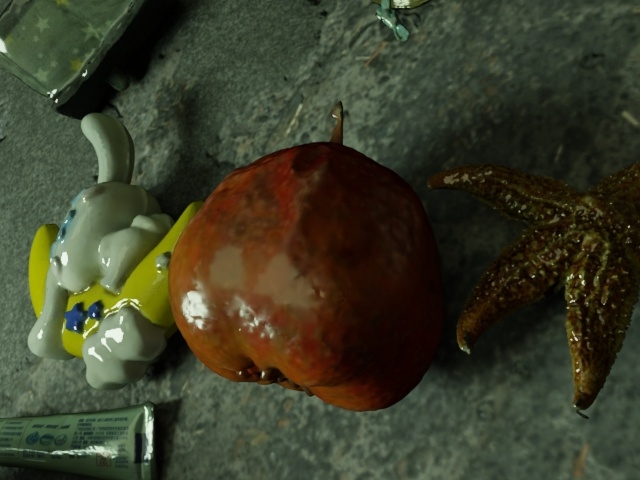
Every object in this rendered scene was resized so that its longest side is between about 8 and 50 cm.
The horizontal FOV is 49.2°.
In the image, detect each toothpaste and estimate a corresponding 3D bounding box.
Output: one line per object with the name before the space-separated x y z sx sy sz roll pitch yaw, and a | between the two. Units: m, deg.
toothpaste | -0.273 0.204 0.706 0.268 0.047 0.069 -8 48 26

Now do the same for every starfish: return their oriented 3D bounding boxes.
starfish | 0.179 0.001 0.483 0.241 0.043 0.227 25 61 26

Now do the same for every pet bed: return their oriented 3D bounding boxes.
pet bed | -0.278 -0.267 0.845 0.211 0.159 0.183 -48 28 4

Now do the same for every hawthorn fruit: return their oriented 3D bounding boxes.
hawthorn fruit | 0.000 0.000 0.544 0.208 0.207 0.243 1 67 31

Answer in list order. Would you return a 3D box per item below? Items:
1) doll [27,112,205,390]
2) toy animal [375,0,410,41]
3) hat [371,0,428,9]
doll | -0.215 0.014 0.709 0.237 0.111 0.252 30 96 37
toy animal | 0.131 -0.298 0.631 0.253 0.070 0.079 -44 62 -7
hat | 0.086 -0.308 0.684 0.146 0.067 0.146 -12 66 27
